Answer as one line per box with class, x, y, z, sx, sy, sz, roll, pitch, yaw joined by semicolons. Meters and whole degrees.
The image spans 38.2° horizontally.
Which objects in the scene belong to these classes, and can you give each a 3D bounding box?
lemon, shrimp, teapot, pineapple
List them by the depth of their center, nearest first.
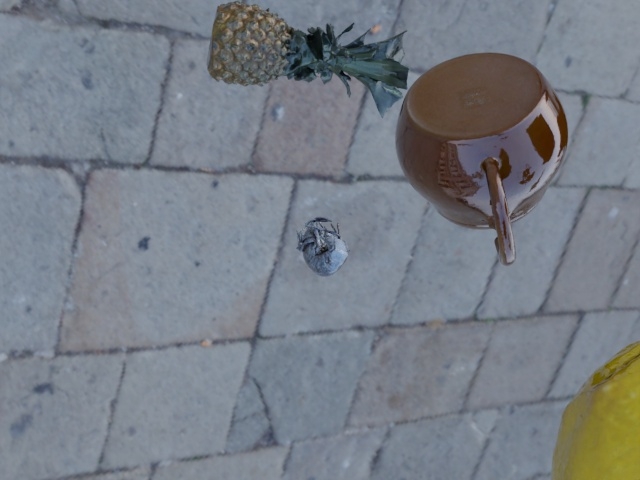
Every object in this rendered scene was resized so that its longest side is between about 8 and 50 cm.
lemon;0.161;0.108;0.414;0.114;0.114;0.155;12;84;-41
teapot;0.107;-0.052;0.606;0.116;0.173;0.116;-2;135;-2
shrimp;0.000;0.000;1.256;0.057;0.165;0.065;23;111;-25
pineapple;-0.013;-0.244;1.256;0.277;0.119;0.130;7;112;-10
